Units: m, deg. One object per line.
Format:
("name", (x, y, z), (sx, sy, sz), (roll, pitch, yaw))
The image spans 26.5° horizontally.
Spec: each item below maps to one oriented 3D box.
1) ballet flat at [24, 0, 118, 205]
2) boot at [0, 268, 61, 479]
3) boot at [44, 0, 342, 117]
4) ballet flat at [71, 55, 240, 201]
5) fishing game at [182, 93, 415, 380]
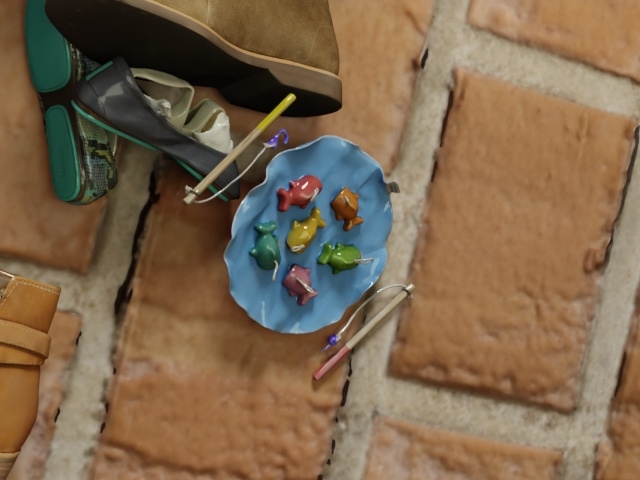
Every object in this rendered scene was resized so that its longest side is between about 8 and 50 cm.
("ballet flat", (-0.207, -0.125, 1.154), (0.070, 0.070, 0.188), (-8, 99, -24))
("boot", (-0.350, 0.096, 1.067), (0.283, 0.109, 0.220), (21, 86, -26))
("boot", (-0.102, -0.192, 1.151), (0.305, 0.112, 0.115), (13, 75, -46))
("ballet flat", (-0.119, -0.097, 1.150), (0.203, 0.074, 0.074), (32, 79, -46))
("fishing game", (0.000, 0.000, 1.224), (0.189, 0.041, 0.264), (-42, 127, -17))
